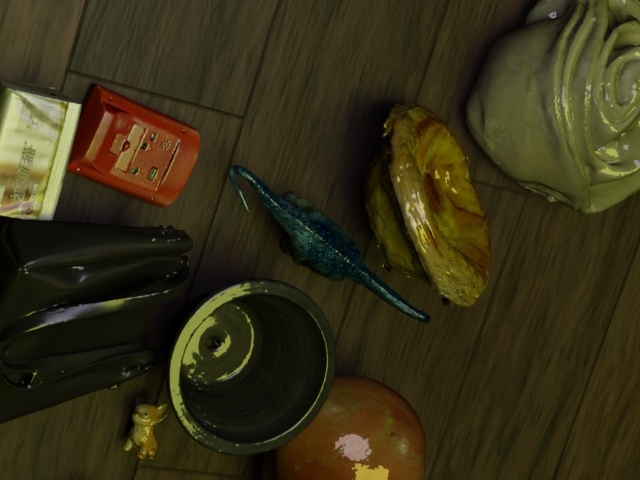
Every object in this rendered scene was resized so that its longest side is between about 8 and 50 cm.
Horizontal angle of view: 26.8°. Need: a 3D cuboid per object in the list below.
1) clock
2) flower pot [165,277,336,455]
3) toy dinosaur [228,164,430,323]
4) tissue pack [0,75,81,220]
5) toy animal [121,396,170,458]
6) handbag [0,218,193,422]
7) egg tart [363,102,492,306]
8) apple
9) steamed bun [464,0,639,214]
[{"bbox_3d":[-0.233,-0.113,1.673,0.155,0.061,0.113,22,95,-35],"label":"clock"},{"bbox_3d":[-0.116,0.150,1.770,0.235,0.148,0.235,-6,103,-27],"label":"flower pot"},{"bbox_3d":[-0.002,0.000,1.796,0.363,0.147,0.076,39,83,-26],"label":"toy dinosaur"},{"bbox_3d":[-0.354,-0.108,1.578,0.099,0.106,0.148,10,101,-32],"label":"tissue pack"},{"bbox_3d":[-0.230,0.248,1.799,0.081,0.060,0.083,11,99,-56],"label":"toy animal"},{"bbox_3d":[-0.295,0.098,1.635,0.257,0.113,0.285,-7,135,-36],"label":"handbag"},{"bbox_3d":[0.136,-0.044,1.828,0.116,0.294,0.294,-17,124,26],"label":"egg tart"},{"bbox_3d":[0.021,0.310,1.863,0.254,0.253,0.253,-10,111,-26],"label":"apple"},{"bbox_3d":[0.395,-0.189,1.903,0.309,0.219,0.324,-49,123,-5],"label":"steamed bun"}]
